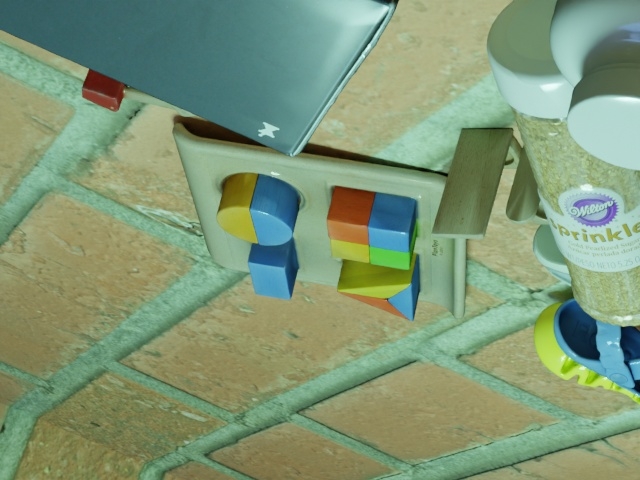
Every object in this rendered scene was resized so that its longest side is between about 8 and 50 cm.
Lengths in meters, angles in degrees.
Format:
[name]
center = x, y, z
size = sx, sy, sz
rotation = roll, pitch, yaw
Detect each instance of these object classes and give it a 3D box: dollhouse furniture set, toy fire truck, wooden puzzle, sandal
[dollhouse furniture set]
center = 0.221, -0.021, 1.629
size = 0.144, 0.123, 0.151
rotation = 2, 151, 33
[toy fire truck]
center = -0.150, -0.163, 1.684
size = 0.192, 0.047, 0.135
rotation = 19, 156, -4
[wooden puzzle]
center = 0.000, 0.000, 1.886
size = 0.347, 0.080, 0.322
rotation = 14, 156, 11
[sandal]
center = 0.411, 0.142, 1.857
size = 0.317, 0.126, 0.138
rotation = 19, 152, -4

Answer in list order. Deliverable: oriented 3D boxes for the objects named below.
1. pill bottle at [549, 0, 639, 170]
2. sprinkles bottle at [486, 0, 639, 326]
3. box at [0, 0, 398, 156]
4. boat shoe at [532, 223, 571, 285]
[pill bottle]
center = 0.242, -0.182, 1.098
size = 0.146, 0.264, 0.146
rotation = 15, 156, 7
[sprinkles bottle]
center = 0.251, -0.069, 1.452
size = 0.121, 0.121, 0.355
rotation = 5, 144, 28
[box]
center = -0.101, -0.279, 1.049
size = 0.343, 0.312, 0.179
rotation = 22, 146, -10
[boat shoe]
center = 0.342, 0.030, 1.728
size = 0.227, 0.079, 0.081
rotation = 16, 166, 18
